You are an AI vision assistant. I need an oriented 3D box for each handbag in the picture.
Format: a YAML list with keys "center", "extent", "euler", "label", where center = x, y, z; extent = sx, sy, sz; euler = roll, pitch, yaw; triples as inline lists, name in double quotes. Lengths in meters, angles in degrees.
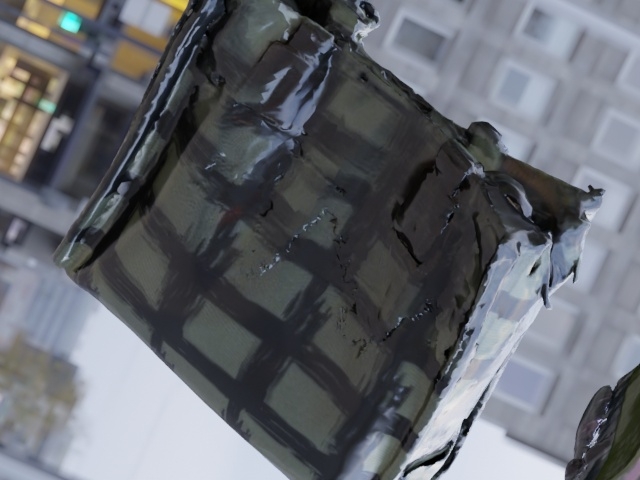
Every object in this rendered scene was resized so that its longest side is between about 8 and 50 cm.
- center: [0.000, 0.000, 1.330]
  extent: [0.162, 0.325, 0.327]
  euler: [-34, 161, -46]
  label: "handbag"

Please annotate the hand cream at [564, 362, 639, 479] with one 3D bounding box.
- center: [0.152, 0.012, 0.549]
  extent: [0.235, 0.055, 0.086]
  euler: [-43, -174, 34]
  label: "hand cream"
